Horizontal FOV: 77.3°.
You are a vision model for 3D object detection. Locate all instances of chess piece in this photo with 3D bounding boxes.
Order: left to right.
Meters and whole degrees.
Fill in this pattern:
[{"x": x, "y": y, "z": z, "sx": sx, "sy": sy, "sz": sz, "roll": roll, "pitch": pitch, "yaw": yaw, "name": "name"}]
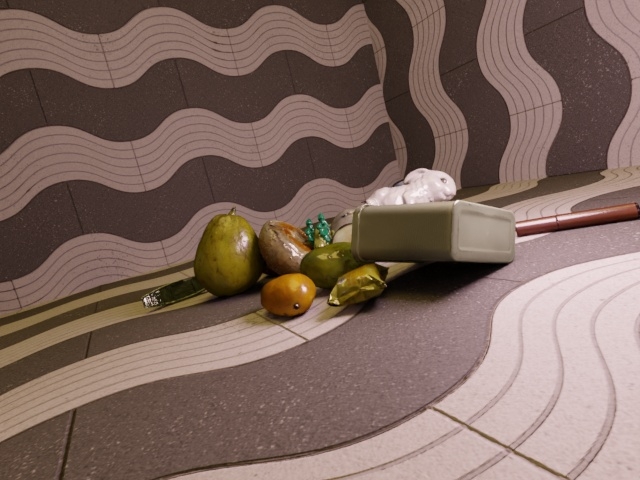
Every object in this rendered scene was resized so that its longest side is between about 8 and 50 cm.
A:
[{"x": 0.159, "y": 0.008, "z": 1.640, "sx": 0.182, "sy": 0.182, "sz": 0.330, "roll": -12, "pitch": 3, "yaw": 12, "name": "chess piece"}]

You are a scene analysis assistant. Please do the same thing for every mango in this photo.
[{"x": -0.101, "y": 0.162, "z": 1.201, "sx": 0.147, "sy": 0.109, "sz": 0.227, "roll": -46, "pitch": 23, "yaw": -26, "name": "mango"}]

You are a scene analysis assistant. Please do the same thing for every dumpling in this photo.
[{"x": 0.153, "y": -0.045, "z": 1.897, "sx": 0.243, "sy": 0.227, "sz": 0.175, "roll": -15, "pitch": 48, "yaw": 49, "name": "dumpling"}]

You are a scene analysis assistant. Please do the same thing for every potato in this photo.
[{"x": 0.058, "y": 0.087, "z": 1.323, "sx": 0.253, "sy": 0.148, "sz": 0.186, "roll": -7, "pitch": 20, "yaw": -6, "name": "potato"}]

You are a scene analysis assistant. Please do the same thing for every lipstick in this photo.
[{"x": 0.852, "y": -0.069, "z": 1.345, "sx": 0.357, "sy": 0.057, "sz": 0.057, "roll": -9, "pitch": 9, "yaw": 24, "name": "lipstick"}]

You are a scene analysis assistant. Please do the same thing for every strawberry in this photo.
[{"x": -0.215, "y": 0.106, "z": 1.804, "sx": 0.131, "sy": 0.131, "sz": 0.148, "roll": -14, "pitch": -35, "yaw": -3, "name": "strawberry"}]

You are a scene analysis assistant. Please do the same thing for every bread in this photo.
[{"x": -0.123, "y": 0.044, "z": 1.572, "sx": 0.159, "sy": 0.305, "sz": 0.305, "roll": -48, "pitch": 0, "yaw": 14, "name": "bread"}]

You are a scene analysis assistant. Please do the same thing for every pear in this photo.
[{"x": -0.363, "y": 0.047, "z": 1.608, "sx": 0.287, "sy": 0.375, "sz": 0.287, "roll": 6, "pitch": 6, "yaw": -1, "name": "pear"}]

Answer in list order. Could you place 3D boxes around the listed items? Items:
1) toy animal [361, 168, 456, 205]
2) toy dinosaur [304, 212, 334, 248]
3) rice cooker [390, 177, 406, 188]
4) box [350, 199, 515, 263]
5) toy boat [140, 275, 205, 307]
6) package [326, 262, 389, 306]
[{"x": 0.352, "y": -0.163, "z": 1.604, "sx": 0.357, "sy": 0.194, "sz": 0.258, "roll": -29, "pitch": 20, "yaw": 5, "name": "toy animal"}, {"x": 0.000, "y": 0.000, "z": 1.526, "sx": 0.094, "sy": 0.153, "sz": 0.259, "roll": -26, "pitch": 19, "yaw": 20, "name": "toy dinosaur"}, {"x": 0.424, "y": -0.139, "z": 1.795, "sx": 0.267, "sy": 0.267, "sz": 0.224, "roll": -9, "pitch": -30, "yaw": 32, "name": "rice cooker"}, {"x": 0.331, "y": -0.017, "z": 1.186, "sx": 0.352, "sy": 0.177, "sz": 0.344, "roll": 4, "pitch": -4, "yaw": -39, "name": "box"}, {"x": -0.625, "y": 0.223, "z": 1.738, "sx": 0.293, "sy": 0.093, "sz": 0.055, "roll": -18, "pitch": -9, "yaw": -32, "name": "toy boat"}, {"x": 0.111, "y": 0.123, "z": 1.129, "sx": 0.168, "sy": 0.090, "sz": 0.226, "roll": -21, "pitch": 0, "yaw": 13, "name": "package"}]
